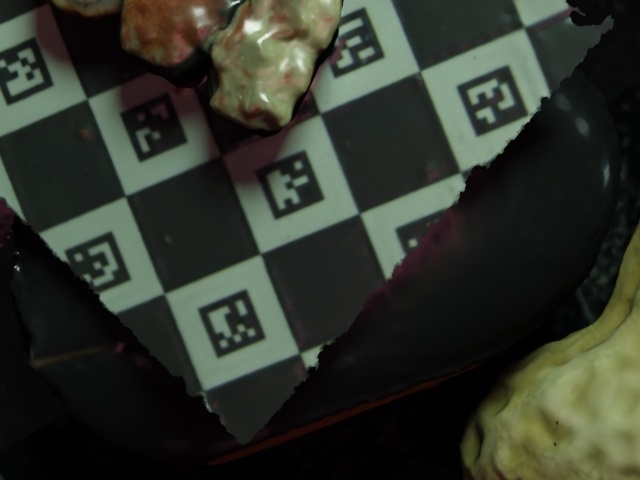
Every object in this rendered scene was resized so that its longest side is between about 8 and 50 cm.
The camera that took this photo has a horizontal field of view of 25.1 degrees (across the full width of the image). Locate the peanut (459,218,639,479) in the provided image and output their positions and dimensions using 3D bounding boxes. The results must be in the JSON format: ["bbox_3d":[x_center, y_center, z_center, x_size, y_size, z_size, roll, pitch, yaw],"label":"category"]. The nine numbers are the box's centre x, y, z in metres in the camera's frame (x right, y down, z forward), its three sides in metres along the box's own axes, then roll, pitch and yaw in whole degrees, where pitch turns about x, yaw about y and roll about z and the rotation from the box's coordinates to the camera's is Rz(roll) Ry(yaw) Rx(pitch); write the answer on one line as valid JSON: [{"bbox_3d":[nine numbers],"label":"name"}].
[{"bbox_3d":[0.209,0.053,0.770,0.325,0.140,0.153,-40,94,10],"label":"peanut"}]

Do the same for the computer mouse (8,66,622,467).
[{"bbox_3d":[0.001,0.001,0.721,0.323,0.116,0.183,-23,107,-2],"label":"computer mouse"}]

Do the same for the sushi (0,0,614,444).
[{"bbox_3d":[-0.057,-0.097,0.639,0.290,0.050,0.264,43,98,5],"label":"sushi"}]
